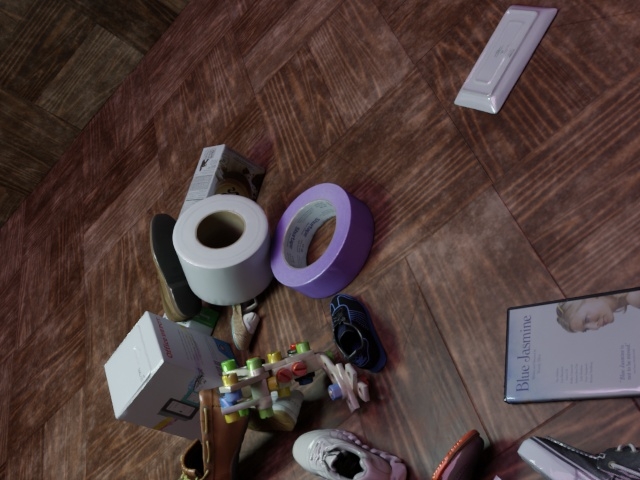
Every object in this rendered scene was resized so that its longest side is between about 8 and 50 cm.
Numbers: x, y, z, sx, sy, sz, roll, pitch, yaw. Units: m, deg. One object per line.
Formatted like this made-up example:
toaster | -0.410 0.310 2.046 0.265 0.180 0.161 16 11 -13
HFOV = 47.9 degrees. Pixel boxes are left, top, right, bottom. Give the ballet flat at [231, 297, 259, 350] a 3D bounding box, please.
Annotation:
ballet flat | -0.196 0.190 1.891 0.067 0.073 0.206 -25 52 18

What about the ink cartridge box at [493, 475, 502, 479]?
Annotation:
ink cartridge box | 0.319 0.444 1.178 0.115 0.029 0.063 32 92 53

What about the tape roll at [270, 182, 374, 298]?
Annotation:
tape roll | 0.000 0.000 1.774 0.275 0.090 0.275 -28 48 36

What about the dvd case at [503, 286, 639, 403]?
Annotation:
dvd case | 0.430 0.182 1.229 0.253 0.022 0.180 -16 55 42

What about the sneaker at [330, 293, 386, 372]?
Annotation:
sneaker | 0.063 0.188 1.579 0.081 0.090 0.232 -49 39 14

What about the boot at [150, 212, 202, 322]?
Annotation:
boot | -0.420 0.078 1.979 0.115 0.112 0.305 -31 71 48

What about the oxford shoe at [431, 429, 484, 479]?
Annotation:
oxford shoe | 0.231 0.459 1.235 0.098 0.097 0.271 24 89 32

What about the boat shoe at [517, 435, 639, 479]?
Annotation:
boat shoe | 0.452 0.354 1.038 0.335 0.121 0.119 23 76 41

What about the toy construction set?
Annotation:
toy construction set | -0.066 0.289 1.505 0.215 0.327 0.151 160 110 -69

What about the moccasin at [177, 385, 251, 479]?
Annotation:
moccasin | -0.257 0.498 1.617 0.139 0.147 0.380 -112 32 -58

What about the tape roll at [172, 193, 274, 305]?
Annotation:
tape roll | -0.246 0.023 1.877 0.246 0.169 0.246 -3 52 4

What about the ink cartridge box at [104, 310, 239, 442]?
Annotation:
ink cartridge box | -0.362 0.345 1.807 0.197 0.270 0.198 -50 38 12

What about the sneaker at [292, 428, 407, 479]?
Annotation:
sneaker | 0.034 0.433 1.436 0.292 0.118 0.110 0 68 50

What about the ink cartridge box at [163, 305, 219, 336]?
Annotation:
ink cartridge box | -0.392 0.278 2.034 0.153 0.087 0.208 4 70 49

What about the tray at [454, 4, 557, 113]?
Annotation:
tray | 0.411 -0.420 1.635 0.145 0.030 0.270 31 91 51

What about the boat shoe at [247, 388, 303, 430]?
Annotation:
boat shoe | -0.135 0.382 1.686 0.277 0.098 0.096 -7 39 47

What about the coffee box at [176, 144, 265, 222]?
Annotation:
coffee box | -0.296 -0.108 2.111 0.119 0.168 0.297 -1 66 47
